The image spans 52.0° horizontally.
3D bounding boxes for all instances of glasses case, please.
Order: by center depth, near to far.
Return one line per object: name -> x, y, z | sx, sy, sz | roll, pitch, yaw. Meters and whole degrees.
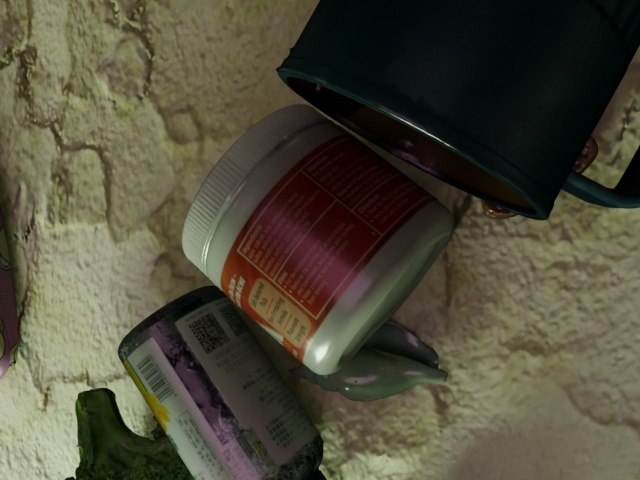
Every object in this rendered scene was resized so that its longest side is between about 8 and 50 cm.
glasses case -> -0.494, 0.044, 0.917 | 0.123, 0.076, 0.316 | -5, 94, 23

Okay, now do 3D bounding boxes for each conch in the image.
conch -> 0.049, 0.134, 0.719 | 0.180, 0.088, 0.065 | -5, 137, 16

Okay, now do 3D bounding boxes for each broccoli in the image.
broccoli -> -0.248, 0.267, 0.799 | 0.220, 0.194, 0.194 | -22, 87, -16

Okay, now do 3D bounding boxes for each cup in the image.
cup -> 0.165, -0.186, 0.508 | 0.308, 0.242, 0.292 | 29, 94, 24

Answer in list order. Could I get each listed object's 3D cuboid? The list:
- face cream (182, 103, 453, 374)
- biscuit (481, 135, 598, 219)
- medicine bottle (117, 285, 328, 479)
face cream -> 0.000, 0.000, 0.641 | 0.187, 0.201, 0.201 | 39, 109, 14
biscuit -> 0.170, -0.132, 0.646 | 0.138, 0.031, 0.205 | -36, 82, 12
medicine bottle -> -0.093, 0.204, 0.735 | 0.141, 0.141, 0.293 | -39, 81, 21
